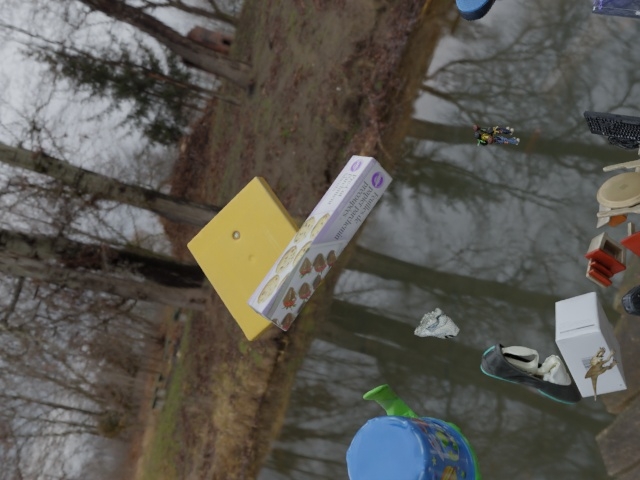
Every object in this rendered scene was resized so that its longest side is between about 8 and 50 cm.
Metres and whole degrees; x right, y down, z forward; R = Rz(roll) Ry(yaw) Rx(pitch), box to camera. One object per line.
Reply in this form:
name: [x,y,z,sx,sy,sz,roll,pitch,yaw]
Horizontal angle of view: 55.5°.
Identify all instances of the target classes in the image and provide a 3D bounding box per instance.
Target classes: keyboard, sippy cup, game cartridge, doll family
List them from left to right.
game cartridge: [-0.164,0.047,1.568,0.285,0.324,0.052,-41,-16,18]
sippy cup: [0.170,0.447,1.192,0.305,0.224,0.240,24,80,39]
doll family: [0.587,-0.358,2.070,0.193,0.111,0.076,-159,73,-68]
keyboard: [0.671,-0.235,1.349,0.038,0.100,0.192,-48,31,-5]

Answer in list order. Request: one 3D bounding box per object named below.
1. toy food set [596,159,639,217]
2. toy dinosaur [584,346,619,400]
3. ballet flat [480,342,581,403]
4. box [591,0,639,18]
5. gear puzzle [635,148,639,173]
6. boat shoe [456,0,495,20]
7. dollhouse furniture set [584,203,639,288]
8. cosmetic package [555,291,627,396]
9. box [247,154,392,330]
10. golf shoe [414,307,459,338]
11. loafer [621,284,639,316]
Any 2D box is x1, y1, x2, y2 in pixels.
toy food set: [0.708,-0.110,1.399,0.132,0.039,0.192,-9,38,39]
toy dinosaur: [0.680,0.312,1.493,0.092,0.183,0.053,-38,46,-13]
ballet flat: [0.538,0.326,1.508,0.095,0.280,0.096,-87,17,-64]
box: [0.844,-0.675,1.583,0.261,0.103,0.185,-115,25,-64]
gear puzzle: [0.987,-0.158,1.549,0.044,0.338,0.176,-11,-72,-58]
boat shoe: [0.350,-0.536,1.233,0.258,0.109,0.089,-63,-31,-19]
dollhouse furniture set: [0.823,0.015,1.578,0.259,0.262,0.135,-47,13,55]
cosmetic package: [0.842,0.323,1.905,0.138,0.224,0.225,-21,17,30]
box: [0.000,0.000,1.033,0.324,0.063,0.067,-54,32,-9]
golf shoe: [0.296,0.228,1.546,0.069,0.086,0.176,-56,-2,-13]
loafer: [0.741,0.132,1.368,0.078,0.223,0.076,-28,73,54]
